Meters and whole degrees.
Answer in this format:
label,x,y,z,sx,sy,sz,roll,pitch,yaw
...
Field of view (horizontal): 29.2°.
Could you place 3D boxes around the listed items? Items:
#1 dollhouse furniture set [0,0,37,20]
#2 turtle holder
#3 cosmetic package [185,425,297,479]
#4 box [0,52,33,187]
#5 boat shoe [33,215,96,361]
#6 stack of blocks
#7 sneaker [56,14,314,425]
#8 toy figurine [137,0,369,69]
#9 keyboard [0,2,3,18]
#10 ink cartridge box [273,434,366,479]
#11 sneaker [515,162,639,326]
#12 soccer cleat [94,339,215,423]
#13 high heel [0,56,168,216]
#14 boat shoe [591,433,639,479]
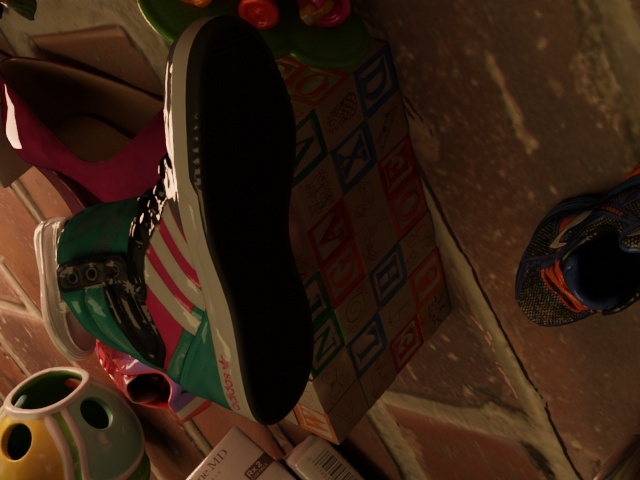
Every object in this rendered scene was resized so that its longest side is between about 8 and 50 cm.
label,x,y,z,sx,sy,sz,roll,pitch,yaw
dollhouse furniture set,-0.356,-0.339,1.062,0.302,0.151,0.197,33,-175,-5
turtle holder,-0.409,0.333,1.829,0.243,0.320,0.227,17,124,46
cosmetic package,-0.073,0.363,1.530,0.184,0.151,0.151,34,165,39
box,-0.428,-0.175,1.390,0.275,0.094,0.113,28,148,28
boat shoe,-0.307,0.058,1.531,0.063,0.066,0.184,-12,84,46
stack of blocks,0.000,0.000,0.980,0.087,0.171,0.297,22,144,36
sneaker,-0.107,-0.019,0.858,0.178,0.124,0.295,12,122,30
toy figurine,-0.029,-0.210,0.820,0.173,0.130,0.159,21,141,-2
keyboard,-0.363,-0.274,1.248,0.108,0.023,0.180,41,153,6
ink cartridge box,0.032,0.318,1.521,0.181,0.056,0.225,45,171,-1
sneaker,0.187,0.013,0.840,0.083,0.087,0.221,43,152,3
soccer cleat,-0.227,0.146,1.534,0.318,0.116,0.108,10,138,46
high heel,-0.202,-0.120,1.145,0.377,0.127,0.181,-13,112,53
boat shoe,0.312,0.304,1.039,0.116,0.123,0.324,14,142,40
